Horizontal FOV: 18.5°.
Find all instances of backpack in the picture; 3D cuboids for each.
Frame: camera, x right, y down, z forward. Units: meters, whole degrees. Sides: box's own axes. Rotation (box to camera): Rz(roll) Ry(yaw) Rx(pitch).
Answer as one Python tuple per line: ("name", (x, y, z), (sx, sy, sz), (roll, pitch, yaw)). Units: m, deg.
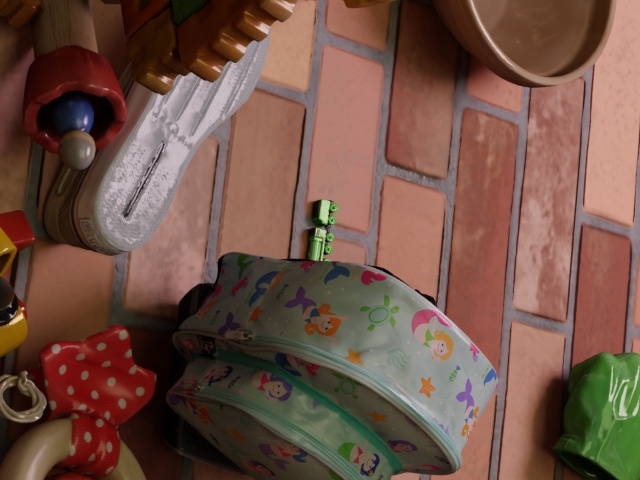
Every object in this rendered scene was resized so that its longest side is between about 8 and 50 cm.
("backpack", (0.012, 0.118, 1.651), (0.225, 0.253, 0.191), (44, 59, -30))

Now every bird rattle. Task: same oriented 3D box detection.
("bird rattle", (-0.183, 0.208, 1.594), (0.207, 0.143, 0.253), (-38, 115, -55))

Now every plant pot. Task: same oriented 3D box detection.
("plant pot", (0.189, -0.269, 2.021), (0.237, 0.110, 0.237), (6, 81, -41))

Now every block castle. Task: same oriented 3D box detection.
("block castle", (-0.155, -0.265, 1.473), (0.303, 0.453, 0.213), (25, 38, -39))

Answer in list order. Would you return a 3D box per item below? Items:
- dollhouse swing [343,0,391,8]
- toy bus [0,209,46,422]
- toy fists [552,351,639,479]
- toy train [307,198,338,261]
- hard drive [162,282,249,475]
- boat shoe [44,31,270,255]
("dollhouse swing", (-0.021, -0.365, 1.681), (0.305, 0.347, 0.315), (-10, 92, -43))
("toy bus", (-0.289, 0.020, 1.526), (0.202, 0.104, 0.191), (15, 53, -19))
("toy fists", (0.357, 0.221, 2.135), (0.279, 0.096, 0.142), (40, 71, -34))
("toy train", (0.000, 0.000, 1.886), (0.023, 0.017, 0.083), (15, 76, -30))
("hard drive", (-0.034, 0.140, 1.815), (0.254, 0.054, 0.172), (15, 75, -39))
("boat shoe", (-0.146, -0.119, 1.712), (0.109, 0.094, 0.302), (54, 55, -36))
